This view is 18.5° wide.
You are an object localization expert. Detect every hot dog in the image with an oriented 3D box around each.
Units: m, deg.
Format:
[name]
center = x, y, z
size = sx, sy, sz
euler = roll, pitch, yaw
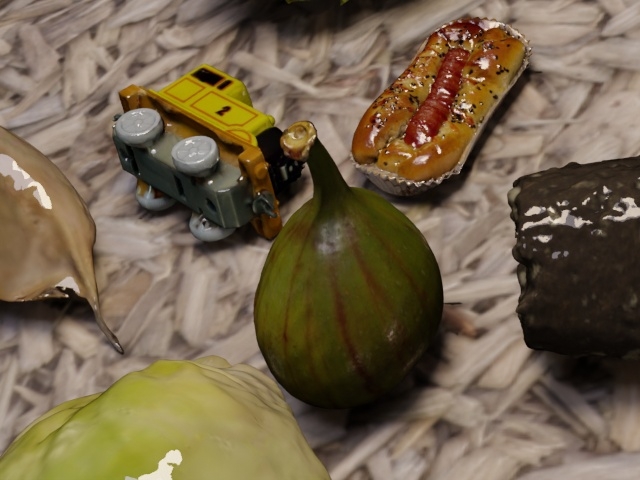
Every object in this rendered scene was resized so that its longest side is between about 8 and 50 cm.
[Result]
[hot dog]
center = 0.098, -0.115, 1.638
size = 0.108, 0.059, 0.191
euler = 17, 56, 30

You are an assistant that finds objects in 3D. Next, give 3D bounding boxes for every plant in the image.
[plant]
center = 0.269, 0.003, 1.390
size = 0.275, 0.149, 0.146
euler = -4, 22, 13

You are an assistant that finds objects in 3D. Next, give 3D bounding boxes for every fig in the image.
[fig]
center = 0.000, 0.000, 1.432
size = 0.151, 0.259, 0.151
euler = -14, 37, 11

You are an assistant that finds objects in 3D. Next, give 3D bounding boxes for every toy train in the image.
[toy train]
center = -0.092, -0.078, 1.667
size = 0.127, 0.089, 0.219
euler = -37, 44, -26

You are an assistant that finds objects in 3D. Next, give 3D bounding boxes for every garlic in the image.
[garlic]
center = -0.300, -0.011, 1.690
size = 0.338, 0.151, 0.196
euler = 5, 79, 18

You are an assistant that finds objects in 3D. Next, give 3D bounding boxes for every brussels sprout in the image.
[brussels sprout]
center = -0.108, 0.217, 1.308
size = 0.316, 0.242, 0.274
euler = -45, 23, -25

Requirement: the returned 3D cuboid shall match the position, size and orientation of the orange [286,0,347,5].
[orange]
center = 0.005, -0.351, 1.783
size = 0.301, 0.223, 0.300
euler = -16, 56, 6
